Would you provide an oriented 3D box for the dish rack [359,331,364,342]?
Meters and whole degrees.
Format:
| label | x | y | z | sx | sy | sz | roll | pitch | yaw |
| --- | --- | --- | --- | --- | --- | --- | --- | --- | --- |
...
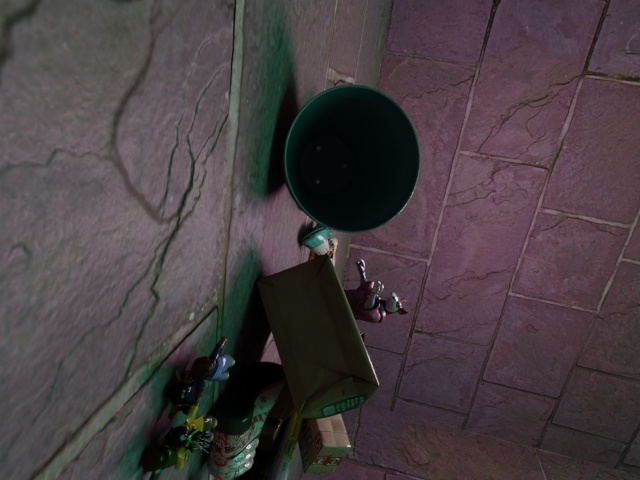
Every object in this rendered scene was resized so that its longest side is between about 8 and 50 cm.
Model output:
| label | x | y | z | sx | sy | sz | roll | pitch | yaw |
| --- | --- | --- | --- | --- | --- | --- | --- | --- | --- |
| dish rack | 0.083 | 0.514 | 1.733 | 0.271 | 0.074 | 0.209 | -39 | 138 | -37 |

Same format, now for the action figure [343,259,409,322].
| label | x | y | z | sx | sy | sz | roll | pitch | yaw |
| --- | --- | --- | --- | --- | --- | --- | --- | --- | --- |
| action figure | 0.094 | 0.213 | 1.321 | 0.248 | 0.369 | 0.276 | -50 | 149 | -76 |

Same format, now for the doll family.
| label | x | y | z | sx | sy | sz | roll | pitch | yaw |
| --- | --- | --- | --- | --- | --- | --- | --- | --- | --- |
| doll family | -0.172 | 0.223 | 0.556 | 0.111 | 0.075 | 0.193 | 66 | 31 | -69 |

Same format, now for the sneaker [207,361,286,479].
| label | x | y | z | sx | sy | sz | roll | pitch | yaw |
| --- | --- | --- | --- | --- | --- | --- | --- | --- | --- |
| sneaker | -0.148 | 0.360 | 0.853 | 0.270 | 0.090 | 0.145 | -26 | 128 | -76 |

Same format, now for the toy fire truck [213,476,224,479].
| label | x | y | z | sx | sy | sz | roll | pitch | yaw |
| --- | --- | --- | --- | --- | --- | --- | --- | --- | --- |
| toy fire truck | -0.191 | 0.498 | 0.740 | 0.135 | 0.047 | 0.192 | -55 | 163 | -23 |

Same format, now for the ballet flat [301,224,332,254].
| label | x | y | z | sx | sy | sz | roll | pitch | yaw |
| --- | --- | --- | --- | --- | --- | --- | --- | --- | --- |
| ballet flat | 0.000 | 0.000 | 1.338 | 0.087 | 0.083 | 0.247 | 59 | 11 | -4 |

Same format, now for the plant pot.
| label | x | y | z | sx | sy | sz | roll | pitch | yaw |
| --- | --- | --- | --- | --- | --- | --- | --- | --- | --- |
| plant pot | 0.043 | -0.171 | 0.916 | 0.195 | 0.289 | 0.291 | -156 | -104 | -72 |

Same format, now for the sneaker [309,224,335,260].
| label | x | y | z | sx | sy | sz | roll | pitch | yaw |
| --- | --- | --- | --- | --- | --- | --- | --- | --- | --- |
| sneaker | 0.017 | 0.010 | 1.545 | 0.084 | 0.083 | 0.215 | 61 | 39 | -76 |

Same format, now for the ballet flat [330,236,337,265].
| label | x | y | z | sx | sy | sz | roll | pitch | yaw |
| --- | --- | --- | --- | --- | --- | --- | --- | --- | --- |
| ballet flat | 0.041 | 0.065 | 1.962 | 0.052 | 0.057 | 0.169 | 2 | 97 | -54 |

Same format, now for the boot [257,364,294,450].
| label | x | y | z | sx | sy | sz | roll | pitch | yaw |
| --- | --- | --- | --- | --- | --- | --- | --- | --- | --- |
| boot | -0.102 | 0.406 | 1.147 | 0.220 | 0.108 | 0.284 | -62 | 164 | -60 |

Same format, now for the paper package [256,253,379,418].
| label | x | y | z | sx | sy | sz | roll | pitch | yaw |
| --- | --- | --- | --- | --- | --- | --- | --- | --- | --- |
| paper package | -0.004 | 0.237 | 0.952 | 0.325 | 0.167 | 0.310 | 85 | -15 | -65 |

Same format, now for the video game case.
| label | x | y | z | sx | sy | sz | roll | pitch | yaw |
| --- | --- | --- | --- | --- | --- | --- | --- | --- | --- |
| video game case | -0.134 | 0.619 | 1.173 | 0.275 | 0.035 | 0.248 | -57 | -172 | 38 |

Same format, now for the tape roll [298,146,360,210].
| label | x | y | z | sx | sy | sz | roll | pitch | yaw |
| --- | --- | --- | --- | --- | --- | --- | --- | --- | --- |
| tape roll | 0.046 | -0.186 | 1.156 | 0.246 | 0.168 | 0.247 | 12 | 90 | -83 |

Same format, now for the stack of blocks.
| label | x | y | z | sx | sy | sz | roll | pitch | yaw |
| --- | --- | --- | --- | --- | --- | --- | --- | --- | --- |
| stack of blocks | -0.022 | 0.528 | 1.239 | 0.171 | 0.087 | 0.297 | -65 | -154 | 25 |
